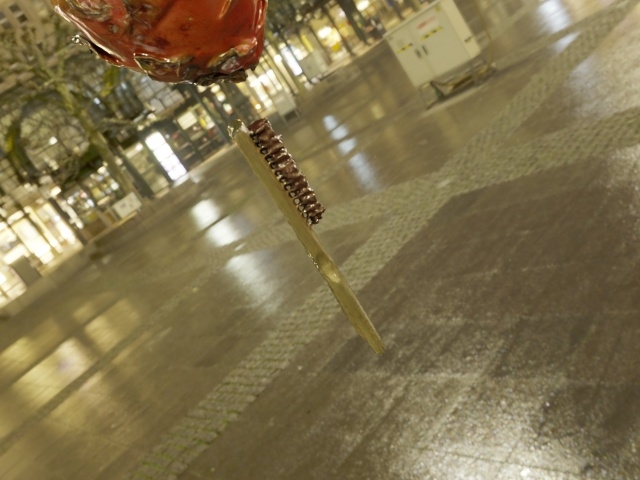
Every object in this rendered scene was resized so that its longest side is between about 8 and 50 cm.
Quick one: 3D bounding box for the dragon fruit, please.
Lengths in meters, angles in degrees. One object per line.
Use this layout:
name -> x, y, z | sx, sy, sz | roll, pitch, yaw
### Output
dragon fruit -> -0.204, -0.319, 0.798 | 0.250, 0.314, 0.250 | -37, 47, 54

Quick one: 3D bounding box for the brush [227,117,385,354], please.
brush -> 0.000, 0.000, 0.567 | 0.036, 0.248, 0.043 | -31, 24, 2
